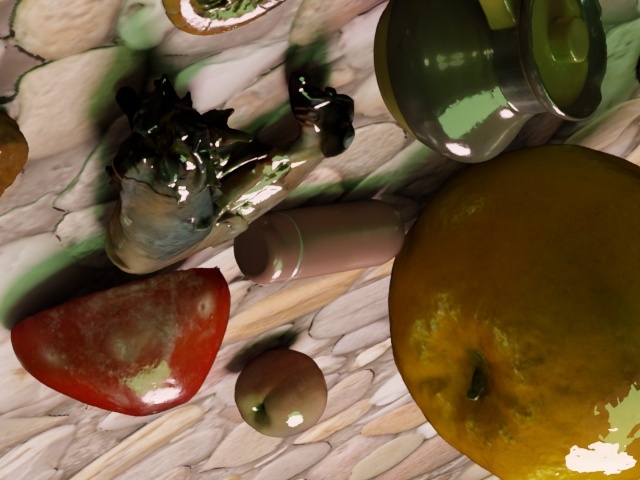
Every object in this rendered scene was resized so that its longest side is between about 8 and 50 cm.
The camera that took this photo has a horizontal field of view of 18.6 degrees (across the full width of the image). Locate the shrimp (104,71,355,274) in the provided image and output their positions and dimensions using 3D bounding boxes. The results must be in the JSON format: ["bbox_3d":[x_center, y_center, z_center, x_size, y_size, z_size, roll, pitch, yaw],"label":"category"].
[{"bbox_3d":[-0.050,-0.047,1.239,0.178,0.075,0.289,-27,162,-16],"label":"shrimp"}]

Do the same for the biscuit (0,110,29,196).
[{"bbox_3d":[-0.277,-0.025,1.030,0.290,0.041,0.208,-5,150,-49],"label":"biscuit"}]

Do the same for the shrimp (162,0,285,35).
[{"bbox_3d":[-0.036,-0.148,1.073,0.114,0.023,0.083,-29,159,13],"label":"shrimp"}]

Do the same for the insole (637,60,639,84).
[{"bbox_3d":[0.305,-0.200,1.428,0.111,0.007,0.328,-24,161,-17],"label":"insole"}]

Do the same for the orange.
[{"bbox_3d":[0.189,0.058,1.528,0.235,0.279,0.279,-31,166,-39],"label":"orange"}]

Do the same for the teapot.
[{"bbox_3d":[0.094,-0.123,1.163,0.119,0.130,0.166,-5,144,34],"label":"teapot"}]

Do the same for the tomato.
[{"bbox_3d":[-0.134,0.081,1.386,0.159,0.091,0.139,-13,169,-8],"label":"tomato"}]

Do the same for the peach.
[{"bbox_3d":[-0.033,0.132,1.707,0.083,0.083,0.083,-25,161,-9],"label":"peach"}]

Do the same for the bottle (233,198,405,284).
[{"bbox_3d":[0.000,0.000,1.450,0.140,0.053,0.053,-9,153,-45],"label":"bottle"}]
